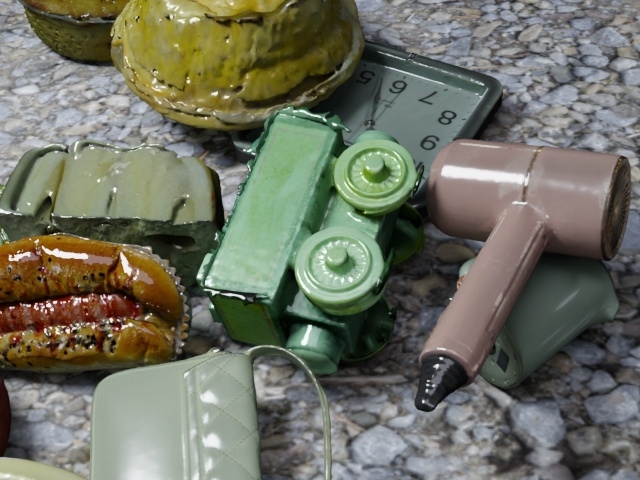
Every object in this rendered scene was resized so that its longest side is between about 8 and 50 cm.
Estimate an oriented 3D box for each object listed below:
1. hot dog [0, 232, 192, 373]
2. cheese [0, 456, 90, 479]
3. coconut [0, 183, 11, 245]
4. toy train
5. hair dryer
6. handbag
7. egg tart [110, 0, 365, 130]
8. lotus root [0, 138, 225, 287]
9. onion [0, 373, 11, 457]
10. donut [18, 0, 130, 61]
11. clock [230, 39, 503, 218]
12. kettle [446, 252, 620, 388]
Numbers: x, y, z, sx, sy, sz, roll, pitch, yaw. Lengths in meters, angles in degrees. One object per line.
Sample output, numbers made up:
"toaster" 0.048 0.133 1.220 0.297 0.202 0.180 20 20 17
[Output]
"hot dog" -0.260 0.065 0.914 0.268 0.144 0.075 -1 10 9
"cheese" -0.283 0.208 0.702 0.251 0.054 0.127 25 68 9
"coconut" -0.355 -0.013 1.036 0.133 0.055 0.158 6 49 6
"toy train" 0.000 0.000 0.930 0.188 0.159 0.272 12 62 15
"hair dryer" 0.148 0.025 0.824 0.189 0.107 0.344 11 41 29
"handbag" -0.092 0.205 0.787 0.219 0.079 0.256 -15 47 5
"egg tart" -0.107 -0.296 1.155 0.345 0.132 0.345 0 50 0
"lotus root" -0.218 -0.023 0.981 0.234 0.138 0.119 7 40 -3
"onion" -0.406 0.170 0.810 0.248 0.161 0.248 -12 53 16
"donut" -0.311 -0.359 1.330 0.272 0.107 0.272 2 48 -2
"clock" 0.064 -0.151 1.148 0.273 0.049 0.279 22 53 21
"kettle" 0.210 0.067 0.916 0.148 0.098 0.127 -30 25 -25
